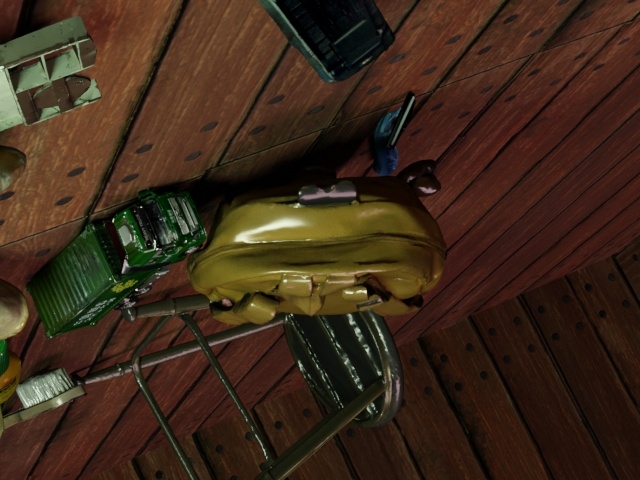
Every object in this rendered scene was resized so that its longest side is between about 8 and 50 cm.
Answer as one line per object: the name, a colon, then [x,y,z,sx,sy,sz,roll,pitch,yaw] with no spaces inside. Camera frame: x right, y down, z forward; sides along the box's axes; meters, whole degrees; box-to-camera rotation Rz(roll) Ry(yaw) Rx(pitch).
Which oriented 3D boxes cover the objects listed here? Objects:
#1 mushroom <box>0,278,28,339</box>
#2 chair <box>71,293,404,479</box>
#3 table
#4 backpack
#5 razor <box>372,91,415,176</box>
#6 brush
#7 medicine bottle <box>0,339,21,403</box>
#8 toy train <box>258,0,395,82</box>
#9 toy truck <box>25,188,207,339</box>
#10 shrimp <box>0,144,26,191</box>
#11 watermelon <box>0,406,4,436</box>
mushroom: [-0.436,0.072,1.798,0.122,0.095,0.351,-2,177,13]
chair: [-0.106,0.242,2.634,0.410,0.365,0.362,-24,168,-30]
table: [-0.275,-0.137,1.344,0.175,0.062,0.146,-23,168,-9]
backpack: [0.003,0.006,2.097,0.353,0.201,0.378,-7,175,-8]
razor: [0.092,-0.133,2.196,0.253,0.042,0.082,91,22,-78]
brush: [-0.478,0.262,2.633,0.070,0.065,0.327,-25,179,-36]
medicine bottle: [-0.462,0.175,2.263,0.095,0.064,0.260,-22,166,-18]
toy train: [-0.015,-0.233,1.433,0.086,0.089,0.409,-32,167,5]
toy truck: [-0.253,0.027,2.027,0.121,0.088,0.259,-15,165,-42]
shrimp: [-0.352,-0.054,1.464,0.145,0.059,0.254,-37,-161,-29]
watermelon: [-0.473,0.153,2.017,0.128,0.159,0.303,-55,168,-8]
